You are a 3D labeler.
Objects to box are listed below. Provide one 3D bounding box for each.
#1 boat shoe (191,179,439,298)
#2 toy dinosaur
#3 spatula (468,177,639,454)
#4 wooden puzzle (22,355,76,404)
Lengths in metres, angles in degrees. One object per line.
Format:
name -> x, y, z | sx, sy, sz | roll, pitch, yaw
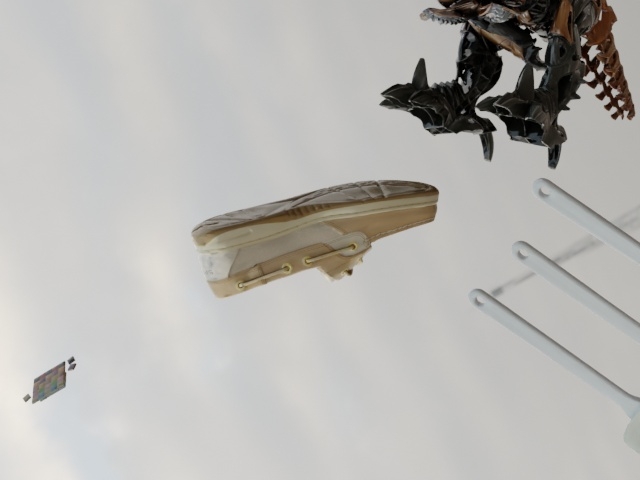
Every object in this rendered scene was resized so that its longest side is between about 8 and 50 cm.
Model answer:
boat shoe -> 0.000, 0.000, 0.885 | 0.063, 0.170, 0.059 | -125, 24, -73
toy dinosaur -> 0.178, -0.186, 1.101 | 0.322, 0.218, 0.164 | 28, 168, -18
spatula -> 0.231, 0.071, 0.973 | 0.242, 0.168, 0.019 | 34, -139, 10
wooden puzzle -> -0.342, 0.180, 1.659 | 0.006, 0.083, 0.049 | 53, -167, -31
